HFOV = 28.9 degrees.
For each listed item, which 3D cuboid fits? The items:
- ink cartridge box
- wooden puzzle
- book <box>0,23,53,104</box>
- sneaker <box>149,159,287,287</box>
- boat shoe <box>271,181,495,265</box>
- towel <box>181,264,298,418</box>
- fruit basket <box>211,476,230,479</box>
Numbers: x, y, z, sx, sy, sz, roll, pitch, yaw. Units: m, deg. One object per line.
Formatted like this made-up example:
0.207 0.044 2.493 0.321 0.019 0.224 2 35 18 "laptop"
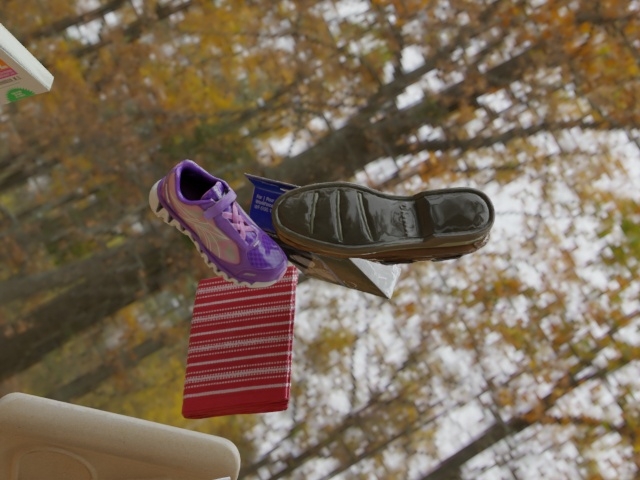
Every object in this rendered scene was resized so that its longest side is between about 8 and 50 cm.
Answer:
0.000 0.000 1.933 0.165 0.065 0.333 15 -15 26 "ink cartridge box"
-0.290 0.339 1.696 0.081 0.322 0.348 -83 -172 -46 "wooden puzzle"
-0.429 -0.235 1.606 0.144 0.096 0.035 45 43 -44 "book"
-0.143 -0.030 1.789 0.236 0.095 0.104 39 -38 8 "sneaker"
0.084 -0.008 1.715 0.104 0.307 0.111 100 -8 -61 "boat shoe"
-0.135 0.175 2.130 0.031 0.198 0.275 58 28 -50 "towel"
-0.258 0.373 1.200 0.165 0.327 0.353 46 16 25 "fruit basket"
